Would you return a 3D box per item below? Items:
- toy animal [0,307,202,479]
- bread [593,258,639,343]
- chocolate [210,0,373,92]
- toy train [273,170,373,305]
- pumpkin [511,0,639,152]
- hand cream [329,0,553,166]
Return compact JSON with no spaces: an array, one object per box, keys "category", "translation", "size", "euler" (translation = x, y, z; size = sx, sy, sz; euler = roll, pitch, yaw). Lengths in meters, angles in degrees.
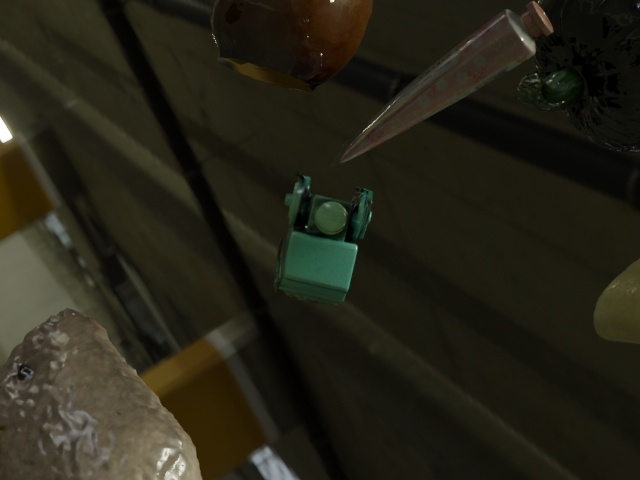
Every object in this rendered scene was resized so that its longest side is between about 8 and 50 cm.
[{"category":"toy animal","translation":[-0.264,0.261,1.369],"size":[0.358,0.226,0.188],"euler":[46,-16,28]},{"category":"bread","translation":[0.339,0.043,1.084],"size":[0.060,0.139,0.178],"euler":[56,-17,-12]},{"category":"chocolate","translation":[-0.021,-0.191,0.956],"size":[0.127,0.124,0.133],"euler":[172,-69,-82]},{"category":"toy train","translation":[0.000,0.000,1.587],"size":[0.203,0.112,0.163],"euler":[-96,-161,-88]},{"category":"pumpkin","translation":[0.325,-0.208,1.388],"size":[0.248,0.248,0.248],"euler":[52,-15,20]},{"category":"hand cream","translation":[0.095,-0.125,0.993],"size":[0.043,0.209,0.067],"euler":[52,22,-12]}]
